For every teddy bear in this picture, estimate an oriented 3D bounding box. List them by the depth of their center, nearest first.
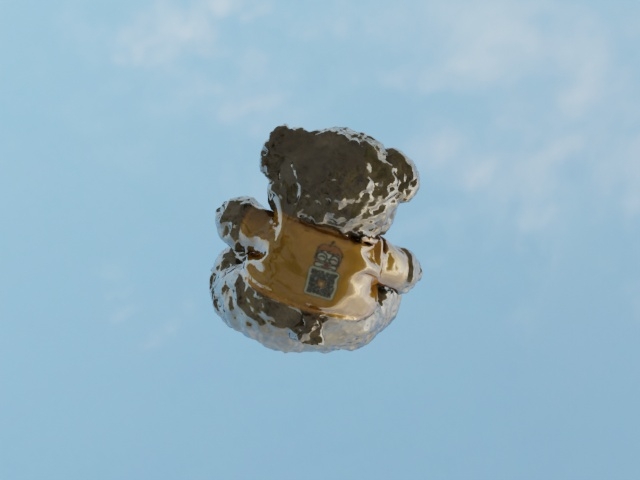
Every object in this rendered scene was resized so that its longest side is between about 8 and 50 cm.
[{"bbox_3d":[0.000,0.000,1.219,0.177,0.190,0.140,12,-162,-2],"label":"teddy bear"}]
